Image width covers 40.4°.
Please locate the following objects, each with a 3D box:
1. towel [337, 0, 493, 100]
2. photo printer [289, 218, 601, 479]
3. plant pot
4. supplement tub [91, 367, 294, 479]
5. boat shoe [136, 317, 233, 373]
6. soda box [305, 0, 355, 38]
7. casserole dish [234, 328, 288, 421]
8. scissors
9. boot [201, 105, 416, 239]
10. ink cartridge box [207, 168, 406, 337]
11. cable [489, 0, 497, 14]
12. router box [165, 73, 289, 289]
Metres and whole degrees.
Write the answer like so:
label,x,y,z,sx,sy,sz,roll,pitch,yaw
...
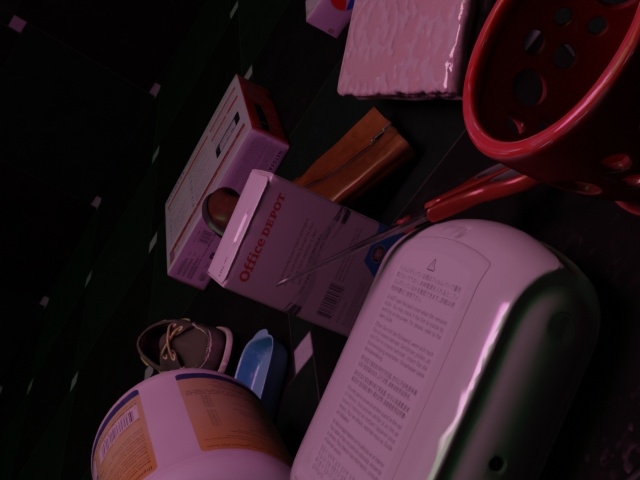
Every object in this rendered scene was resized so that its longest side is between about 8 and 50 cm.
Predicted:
label,x,y,z,sx,sy,sz,roll,pitch,yaw
towel,0.127,-0.326,1.055,0.332,0.053,0.317,-154,74,-67
photo printer,0.102,0.129,0.760,0.308,0.107,0.256,-66,22,-2
plant pot,0.227,-0.114,0.631,0.191,0.174,0.191,-49,28,36
supplement tub,-0.127,0.297,0.948,0.228,0.228,0.316,-64,22,7
boat shoe,-0.234,0.186,1.476,0.305,0.091,0.109,-12,58,63
soda box,0.057,-0.457,1.485,0.216,0.069,0.074,-50,27,36
casserole dish,-0.090,0.216,1.200,0.114,0.037,0.188,-25,47,58
scissors,0.099,-0.023,0.821,0.297,0.021,0.109,-25,11,18
boot,-0.026,-0.085,1.181,0.280,0.096,0.264,-46,26,5
ink cartridge box,-0.015,0.017,1.022,0.140,0.190,0.082,-66,22,1
cable,0.194,-0.307,1.071,0.287,0.072,0.140,-157,78,-75
router box,-0.194,-0.122,1.699,0.335,0.082,0.301,-57,24,21
